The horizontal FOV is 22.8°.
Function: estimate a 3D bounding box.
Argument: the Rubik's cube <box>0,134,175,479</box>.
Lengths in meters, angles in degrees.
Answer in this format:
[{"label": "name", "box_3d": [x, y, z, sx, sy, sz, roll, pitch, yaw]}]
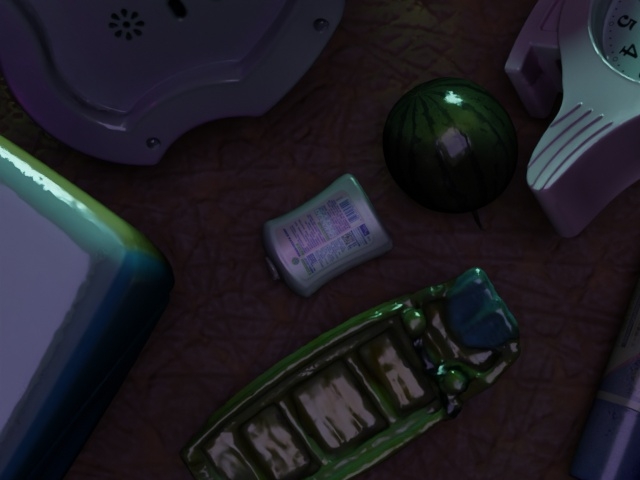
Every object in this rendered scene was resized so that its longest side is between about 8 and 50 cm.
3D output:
[{"label": "Rubik's cube", "box_3d": [-0.330, 0.067, 1.109, 0.347, 0.352, 0.352, 32, 87, 2]}]

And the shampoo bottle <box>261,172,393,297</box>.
[{"label": "shampoo bottle", "box_3d": [0.000, 0.000, 1.279, 0.099, 0.043, 0.072, -31, 86, -4]}]

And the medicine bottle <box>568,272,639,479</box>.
[{"label": "medicine bottle", "box_3d": [0.263, 0.089, 1.271, 0.059, 0.059, 0.231, 21, 83, 0]}]

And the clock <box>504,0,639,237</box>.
[{"label": "clock", "box_3d": [0.276, -0.120, 1.215, 0.290, 0.080, 0.275, -48, 52, -3]}]

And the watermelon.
[{"label": "watermelon", "box_3d": [0.108, -0.064, 1.263, 0.105, 0.105, 0.133, -27, 109, -4]}]

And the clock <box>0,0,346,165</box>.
[{"label": "clock", "box_3d": [-0.146, -0.218, 1.163, 0.338, 0.102, 0.339, 1, 128, 1]}]

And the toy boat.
[{"label": "toy boat", "box_3d": [0.026, 0.123, 1.252, 0.276, 0.084, 0.111, -33, 89, -1]}]
